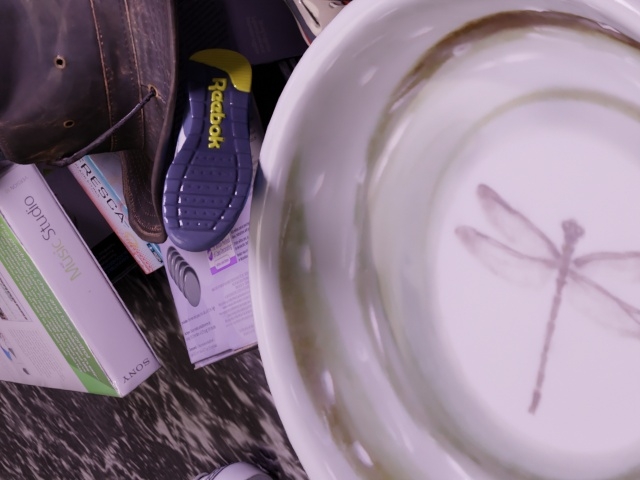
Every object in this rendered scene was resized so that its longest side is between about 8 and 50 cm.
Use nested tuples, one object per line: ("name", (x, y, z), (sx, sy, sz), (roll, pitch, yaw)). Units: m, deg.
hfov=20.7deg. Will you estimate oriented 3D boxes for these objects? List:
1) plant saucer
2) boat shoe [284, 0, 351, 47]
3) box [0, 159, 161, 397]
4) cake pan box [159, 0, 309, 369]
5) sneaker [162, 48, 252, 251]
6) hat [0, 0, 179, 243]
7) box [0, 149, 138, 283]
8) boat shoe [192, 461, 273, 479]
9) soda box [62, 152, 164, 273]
("plant saucer", (0.128, 0.033, 1.007), (0.400, 0.100, 0.400), (11, 106, 43))
("boat shoe", (0.006, -0.156, 1.128), (0.137, 0.049, 0.043), (53, 153, 9))
("box", (-0.296, 0.036, 1.680), (0.322, 0.058, 0.232), (0, 125, 60))
("cake pan box", (-0.057, -0.048, 1.255), (0.267, 0.070, 0.245), (-29, 78, 64))
("sneaker", (-0.068, -0.050, 1.109), (0.053, 0.144, 0.059), (10, 148, -3))
("hat", (-0.190, -0.152, 1.211), (0.331, 0.134, 0.331), (172, 90, -77))
("box", (-0.312, -0.067, 1.735), (0.290, 0.087, 0.169), (56, 154, -9))
("boat shoe", (-0.112, 0.298, 1.881), (0.102, 0.108, 0.301), (40, 160, 19))
("soda box", (-0.176, -0.063, 1.546), (0.183, 0.058, 0.063), (54, 154, -5))
